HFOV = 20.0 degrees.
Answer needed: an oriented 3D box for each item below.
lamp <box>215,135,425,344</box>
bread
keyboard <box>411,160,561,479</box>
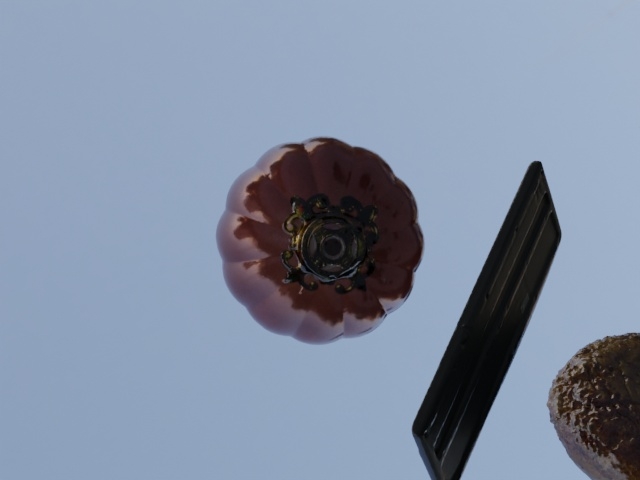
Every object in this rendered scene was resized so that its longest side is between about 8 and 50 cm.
[{"bbox_3d":[0.000,0.000,0.931,0.107,0.092,0.108,-1,-85,-7],"label":"lamp"},{"bbox_3d":[0.282,0.143,1.496,0.193,0.064,0.193,4,-138,-3],"label":"bread"},{"bbox_3d":[0.158,0.027,1.427,0.381,0.041,0.103,-56,-38,-30],"label":"keyboard"}]
